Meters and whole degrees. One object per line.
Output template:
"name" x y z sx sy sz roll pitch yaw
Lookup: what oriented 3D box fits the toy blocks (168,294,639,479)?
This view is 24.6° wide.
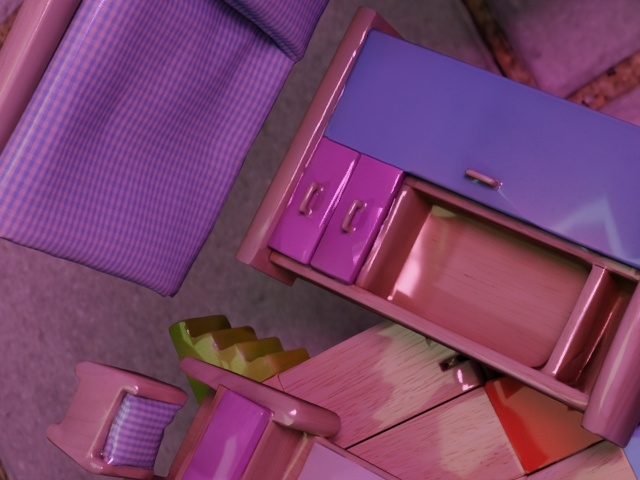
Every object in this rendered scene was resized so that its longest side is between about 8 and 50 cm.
"toy blocks" 0.122 0.158 0.722 0.261 0.191 0.381 -29 79 22

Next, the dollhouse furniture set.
"dollhouse furniture set" 0.000 0.000 0.559 0.198 0.303 0.286 25 87 30
